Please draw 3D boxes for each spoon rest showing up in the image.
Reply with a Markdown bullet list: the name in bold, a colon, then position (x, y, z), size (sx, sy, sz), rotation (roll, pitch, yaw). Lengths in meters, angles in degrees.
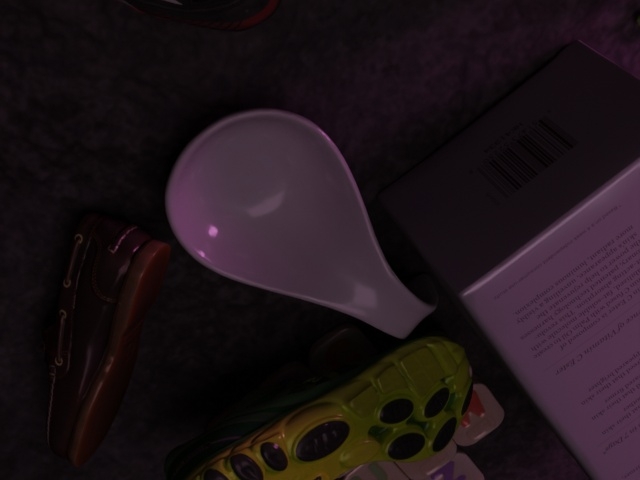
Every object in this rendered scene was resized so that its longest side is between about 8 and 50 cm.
- **spoon rest**: position (0.000, 0.000, 0.884), size (0.276, 0.084, 0.137), rotation (36, 102, -35)

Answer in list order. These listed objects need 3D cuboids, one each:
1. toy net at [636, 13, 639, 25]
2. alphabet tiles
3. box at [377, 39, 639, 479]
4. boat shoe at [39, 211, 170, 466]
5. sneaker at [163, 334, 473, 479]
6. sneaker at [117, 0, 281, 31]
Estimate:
- **toy net**: position (0.370, -0.231, 0.917), size (0.232, 0.045, 0.122), rotation (-12, 122, -15)
- **alphabet tiles**: position (0.033, 0.208, 1.058), size (0.284, 0.021, 0.278), rotation (-37, 125, 2)
- **box**: position (0.241, 0.045, 0.954), size (0.215, 0.168, 0.345), rotation (-37, 125, 2)
- **boat shoe**: position (-0.178, 0.076, 0.873), size (0.073, 0.073, 0.207), rotation (24, 109, 9)
- **sneaker**: position (0.001, 0.144, 0.940), size (0.295, 0.123, 0.109), rotation (-19, 114, -28)
- **sneaker**: position (-0.128, -0.197, 0.686), size (0.276, 0.135, 0.098), rotation (27, 105, -33)
